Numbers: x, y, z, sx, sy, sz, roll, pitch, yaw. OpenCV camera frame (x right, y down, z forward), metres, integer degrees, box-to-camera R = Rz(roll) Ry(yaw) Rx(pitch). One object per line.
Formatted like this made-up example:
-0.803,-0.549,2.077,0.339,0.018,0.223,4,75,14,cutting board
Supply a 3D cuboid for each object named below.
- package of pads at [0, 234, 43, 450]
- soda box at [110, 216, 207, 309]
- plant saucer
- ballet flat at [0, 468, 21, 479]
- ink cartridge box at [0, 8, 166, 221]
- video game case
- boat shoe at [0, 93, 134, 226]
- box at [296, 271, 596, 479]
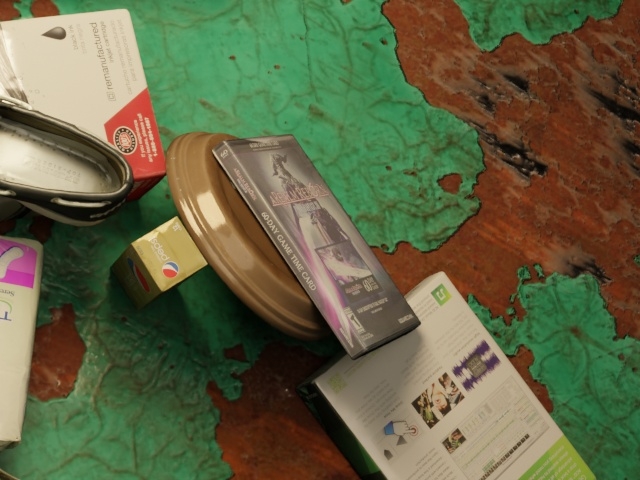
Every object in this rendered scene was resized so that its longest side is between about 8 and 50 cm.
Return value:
-0.438,0.092,1.578,0.296,0.101,0.229,11,71,-22,package of pads
-0.176,0.027,1.671,0.058,0.181,0.061,-33,91,-18,soda box
-0.062,-0.014,1.724,0.278,0.041,0.278,43,23,-24,plant saucer
-0.313,0.270,1.567,0.213,0.068,0.072,36,56,-35,ballet flat
-0.327,-0.129,1.685,0.273,0.114,0.197,-11,81,-26,ink cartridge box
0.000,0.000,1.744,0.274,0.026,0.196,57,21,7,video game case
-0.332,-0.100,1.557,0.302,0.091,0.114,14,72,-21,boat shoe
0.152,0.231,1.844,0.232,0.058,0.322,-38,92,-29,box
